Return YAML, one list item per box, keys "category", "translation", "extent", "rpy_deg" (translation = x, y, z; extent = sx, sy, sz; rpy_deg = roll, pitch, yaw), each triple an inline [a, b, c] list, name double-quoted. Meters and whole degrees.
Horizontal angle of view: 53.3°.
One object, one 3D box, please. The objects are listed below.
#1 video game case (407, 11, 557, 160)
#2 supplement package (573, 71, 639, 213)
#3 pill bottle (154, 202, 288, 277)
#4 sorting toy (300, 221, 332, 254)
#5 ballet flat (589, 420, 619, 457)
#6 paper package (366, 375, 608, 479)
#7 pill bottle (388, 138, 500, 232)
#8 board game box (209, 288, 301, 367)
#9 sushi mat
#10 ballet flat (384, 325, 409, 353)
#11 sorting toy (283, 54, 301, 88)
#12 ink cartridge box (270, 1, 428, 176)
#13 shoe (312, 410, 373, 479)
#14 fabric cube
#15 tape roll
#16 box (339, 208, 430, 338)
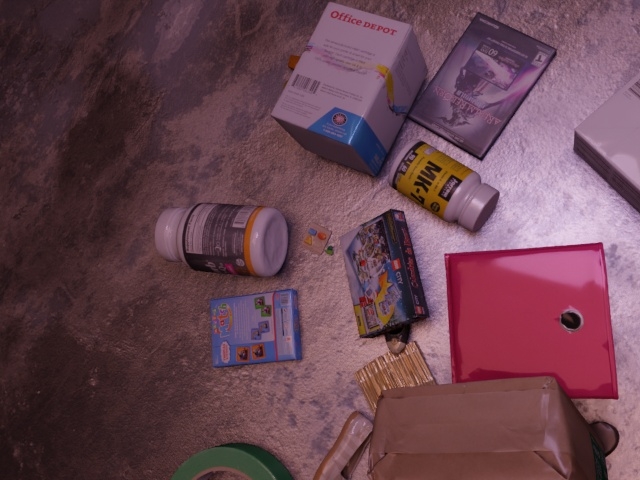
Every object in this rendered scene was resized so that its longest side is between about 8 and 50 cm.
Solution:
- category: "video game case"
  translation: [0.344, -0.335, 1.375]
  extent: [0.196, 0.026, 0.274]
  rpy_deg: [36, 94, 23]
- category: "supplement package"
  translation: [0.638, -0.207, 1.172]
  extent: [0.262, 0.145, 0.204]
  rpy_deg: [-42, 69, 9]
- category: "pill bottle"
  translation: [-0.228, -0.005, 1.465]
  extent: [0.278, 0.162, 0.162]
  rpy_deg: [4, 82, 22]
- category: "sorting toy"
  translation: [0.000, 0.000, 1.455]
  extent: [0.083, 0.012, 0.062]
  rpy_deg: [26, 90, 23]
- category: "ballet flat"
  translation: [0.441, 0.412, 1.192]
  extent: [0.250, 0.058, 0.084]
  rpy_deg: [-36, 62, 16]
- category: "paper package"
  translation: [0.290, 0.367, 1.050]
  extent: [0.309, 0.325, 0.168]
  rpy_deg: [-13, 50, 30]
- category: "pill bottle"
  translation: [0.255, -0.112, 1.318]
  extent: [0.208, 0.119, 0.119]
  rpy_deg: [35, 94, 23]
- category: "board game box"
  translation: [-0.152, 0.203, 1.463]
  extent: [0.211, 0.039, 0.160]
  rpy_deg: [-9, 77, 19]
- category: "sushi mat"
  translation: [0.198, 0.378, 1.306]
  extent: [0.151, 0.019, 0.316]
  rpy_deg: [-30, 72, 13]
- category: "ballet flat"
  translation: [0.157, 0.151, 1.342]
  extent: [0.057, 0.049, 0.173]
  rpy_deg: [-2, 75, 22]
- category: "sorting toy"
  translation: [0.041, -0.344, 1.484]
  extent: [0.307, 0.041, 0.229]
  rpy_deg: [15, 86, 23]
- category: "ink cartridge box"
  translation: [0.069, -0.313, 1.340]
  extent: [0.198, 0.197, 0.270]
  rpy_deg: [25, 86, 24]
- category: "shoe"
  translation: [0.044, 0.463, 1.320]
  extent: [0.058, 0.076, 0.219]
  rpy_deg: [28, 89, 28]
- category: "fabric cube"
  translation: [0.379, 0.149, 1.148]
  extent: [0.258, 0.259, 0.254]
  rpy_deg: [-4, 80, 21]
- category: "tape roll"
  translation: [-0.194, 0.611, 1.387]
  extent: [0.321, 0.077, 0.321]
  rpy_deg: [-4, 78, 21]
- category: "box"
  translation: [0.128, 0.071, 1.331]
  extent: [0.159, 0.044, 0.233]
  rpy_deg: [-28, 64, 40]
